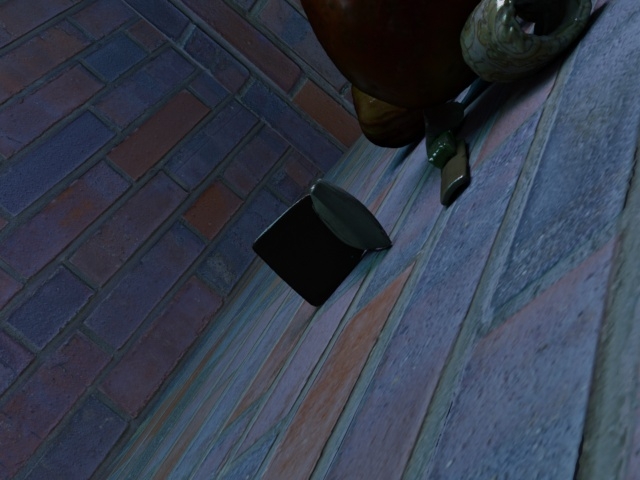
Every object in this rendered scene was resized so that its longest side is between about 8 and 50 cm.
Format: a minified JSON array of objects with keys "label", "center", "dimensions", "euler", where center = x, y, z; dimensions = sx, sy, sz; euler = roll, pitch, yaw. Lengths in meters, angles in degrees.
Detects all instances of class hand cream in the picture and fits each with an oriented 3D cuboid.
[{"label":"hand cream","center":[0.325,-0.327,1.771],"dimensions":[0.083,0.048,0.224],"euler":[-56,3,-34]}]

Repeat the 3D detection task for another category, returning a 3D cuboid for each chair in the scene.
[{"label":"chair","center":[0.000,0.000,1.550],"dimensions":[0.186,0.160,0.319],"euler":[-44,5,3]}]

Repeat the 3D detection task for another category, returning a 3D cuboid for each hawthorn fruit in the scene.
[{"label":"hawthorn fruit","center":[0.158,-0.410,1.589],"dimensions":[0.403,0.403,0.403],"euler":[-49,5,6]}]

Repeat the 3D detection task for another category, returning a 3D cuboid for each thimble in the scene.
[{"label":"thimble","center":[0.306,-0.322,1.360],"dimensions":[0.190,0.137,0.143],"euler":[-36,-2,-20]}]

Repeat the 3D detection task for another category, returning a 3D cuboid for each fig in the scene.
[{"label":"fig","center":[0.227,-0.345,2.090],"dimensions":[0.320,0.217,0.217],"euler":[-24,14,19]}]

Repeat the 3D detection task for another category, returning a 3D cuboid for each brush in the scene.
[{"label":"brush","center":[0.187,-0.113,1.367],"dimensions":[0.054,0.048,0.282],"euler":[-51,6,18]}]

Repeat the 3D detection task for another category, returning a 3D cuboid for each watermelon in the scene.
[{"label":"watermelon","center":[0.209,-0.199,1.694],"dimensions":[0.101,0.080,0.155],"euler":[-59,13,25]}]

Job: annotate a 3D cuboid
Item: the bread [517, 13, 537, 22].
[{"label":"bread","center":[0.433,-0.527,1.718],"dimensions":[0.253,0.142,0.227],"euler":[-50,3,-40]}]
